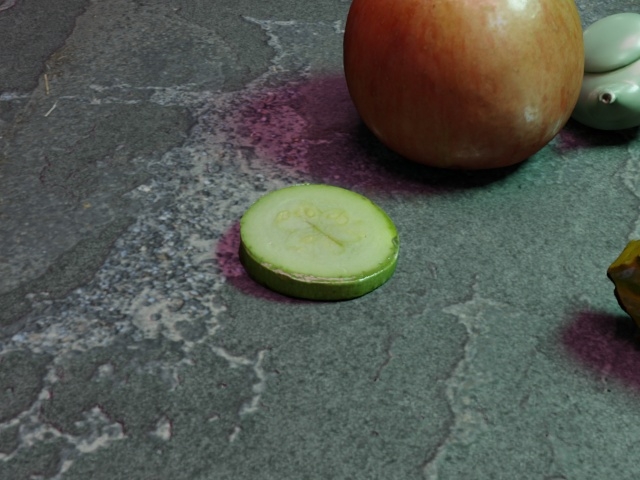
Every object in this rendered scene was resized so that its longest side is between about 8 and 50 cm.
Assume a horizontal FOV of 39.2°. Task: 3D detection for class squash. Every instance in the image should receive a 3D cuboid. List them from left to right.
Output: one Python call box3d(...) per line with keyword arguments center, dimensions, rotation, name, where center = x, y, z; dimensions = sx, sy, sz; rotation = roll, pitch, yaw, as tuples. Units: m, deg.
box3d(center=(0.000, -0.004, 1.211), dimensions=(0.219, 0.041, 0.219), rotation=(1, 39, -1), name="squash")

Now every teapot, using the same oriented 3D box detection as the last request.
box3d(center=(0.532, -0.307, 1.444), dimensions=(0.318, 0.149, 0.220), rotation=(-33, 36, 4), name="teapot")

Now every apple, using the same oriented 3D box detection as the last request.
box3d(center=(0.216, -0.295, 1.356), dimensions=(0.363, 0.364, 0.364), rotation=(1, 39, -1), name="apple")

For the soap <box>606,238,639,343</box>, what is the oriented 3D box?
box3d(center=(0.459, 0.080, 1.031), dimensions=(0.257, 0.160, 0.080), rotation=(29, 44, 28), name="soap")
